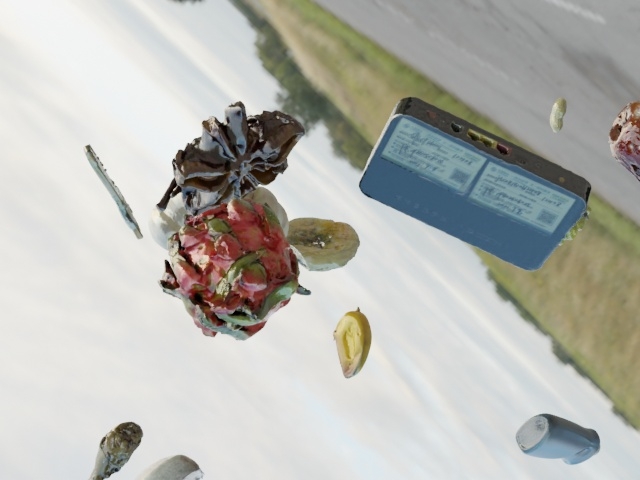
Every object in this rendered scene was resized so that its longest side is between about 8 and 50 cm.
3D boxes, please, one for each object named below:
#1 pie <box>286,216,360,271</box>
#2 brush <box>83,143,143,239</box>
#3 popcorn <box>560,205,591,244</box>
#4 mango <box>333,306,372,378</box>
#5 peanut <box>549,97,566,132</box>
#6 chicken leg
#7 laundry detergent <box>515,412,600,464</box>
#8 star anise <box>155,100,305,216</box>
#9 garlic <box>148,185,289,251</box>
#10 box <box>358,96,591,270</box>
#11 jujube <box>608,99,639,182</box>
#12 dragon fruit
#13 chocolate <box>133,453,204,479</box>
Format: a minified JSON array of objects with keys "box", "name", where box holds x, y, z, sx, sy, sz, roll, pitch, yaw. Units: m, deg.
[{"box":[0.000,0.003,2.554,0.218,0.185,0.052,37,135,49],"name":"pie"},{"box":[-0.375,-0.089,1.951,0.336,0.020,0.085,79,166,-68],"name":"brush"},{"box":[0.540,-0.066,2.501,0.173,0.173,0.142,45,153,8],"name":"popcorn"},{"box":[0.086,0.265,2.808,0.101,0.188,0.066,-3,170,32],"name":"mango"},{"box":[0.574,-0.303,2.614,0.037,0.083,0.037,5,-167,-1],"name":"peanut"},{"box":[-0.429,0.446,2.156,0.069,0.198,0.085,35,174,0],"name":"chicken leg"},{"box":[0.476,0.390,2.111,0.206,0.097,0.061,19,-150,-37],"name":"laundry detergent"},{"box":[-0.138,-0.136,1.657,0.220,0.190,0.126,-15,-109,-34],"name":"star anise"},{"box":[-0.215,-0.064,2.208,0.203,0.281,0.185,-120,15,-56],"name":"garlic"},{"box":[0.252,-0.090,1.801,0.350,0.211,0.058,26,-133,-1],"name":"box"},{"box":[0.669,-0.147,1.970,0.290,0.197,0.197,27,-171,-4],"name":"jujube"},{"box":[-0.162,0.054,1.976,0.237,0.231,0.303,52,-153,-29],"name":"dragon fruit"},{"box":[-0.351,0.539,2.384,0.100,0.185,0.303,54,167,9],"name":"chocolate"}]
